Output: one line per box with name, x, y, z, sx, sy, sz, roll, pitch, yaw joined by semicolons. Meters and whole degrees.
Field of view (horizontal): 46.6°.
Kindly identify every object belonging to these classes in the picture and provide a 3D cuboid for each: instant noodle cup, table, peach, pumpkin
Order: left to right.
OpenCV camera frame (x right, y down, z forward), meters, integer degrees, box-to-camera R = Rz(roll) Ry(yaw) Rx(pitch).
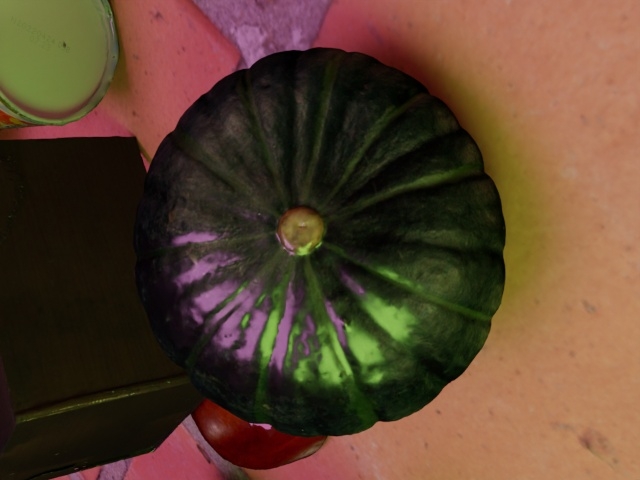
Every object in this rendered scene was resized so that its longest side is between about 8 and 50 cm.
instant noodle cup;-0.302;-0.197;0.722;0.153;0.205;0.205;10;118;31
table;-0.267;0.075;0.777;0.250;0.196;0.282;-50;56;48
peach;-0.102;0.162;0.786;0.279;0.068;0.189;-24;90;50
pumpkin;0.000;0.000;0.501;0.250;0.216;0.250;3;102;14
